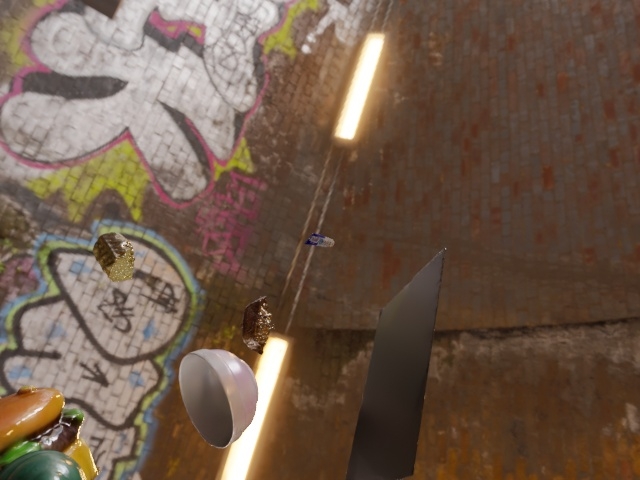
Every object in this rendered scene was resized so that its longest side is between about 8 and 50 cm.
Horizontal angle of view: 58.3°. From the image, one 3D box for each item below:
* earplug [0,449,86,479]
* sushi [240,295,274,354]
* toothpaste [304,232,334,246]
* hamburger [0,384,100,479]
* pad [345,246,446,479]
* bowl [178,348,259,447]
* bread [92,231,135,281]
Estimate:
[{"bbox_3d":[-0.522,0.475,0.977,0.280,0.164,0.257,-44,175,39],"label":"earplug"},{"bbox_3d":[-0.124,0.171,1.155,0.060,0.061,0.118,-7,-99,21],"label":"sushi"},{"bbox_3d":[0.000,0.000,0.936,0.015,0.083,0.024,45,-75,22],"label":"toothpaste"},{"bbox_3d":[-0.712,0.489,1.269,0.395,0.277,0.396,-25,-176,2],"label":"hamburger"},{"bbox_3d":[0.120,0.214,0.929,0.248,0.007,0.368,125,-15,-53],"label":"pad"},{"bbox_3d":[-0.284,0.448,1.695,0.287,0.143,0.287,17,-66,44],"label":"bowl"},{"bbox_3d":[-0.377,0.025,1.054,0.066,0.060,0.110,-42,-133,-8],"label":"bread"}]
